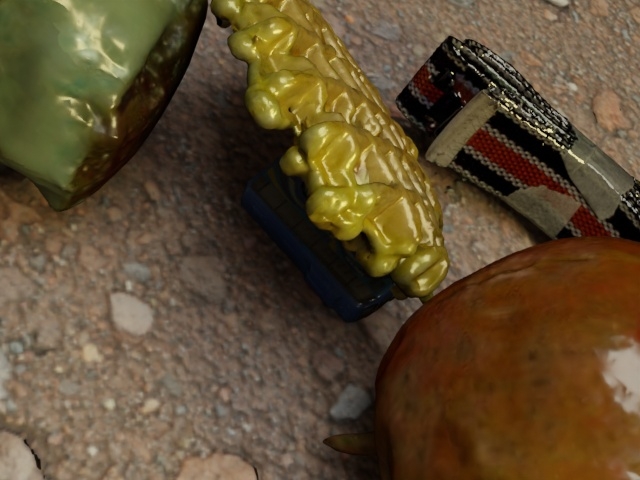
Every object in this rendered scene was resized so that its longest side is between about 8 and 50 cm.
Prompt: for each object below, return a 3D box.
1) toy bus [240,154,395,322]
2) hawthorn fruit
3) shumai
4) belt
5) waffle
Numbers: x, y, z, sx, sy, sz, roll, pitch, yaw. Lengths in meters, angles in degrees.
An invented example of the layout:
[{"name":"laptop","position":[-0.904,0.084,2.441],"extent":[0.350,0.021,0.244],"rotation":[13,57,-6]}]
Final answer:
[{"name":"toy bus","position":[0.000,0.000,0.833],"extent":[0.061,0.051,0.153],"rotation":[-38,81,-22]},{"name":"hawthorn fruit","position":[0.144,0.139,0.696],"extent":[0.298,0.277,0.277],"rotation":[-3,57,13]},{"name":"shumai","position":[-0.252,-0.186,0.703],"extent":[0.323,0.324,0.397],"rotation":[22,65,-29]},{"name":"belt","position":[0.230,-0.044,0.915],"extent":[0.359,0.094,0.126],"rotation":[41,31,-1]},{"name":"waffle","position":[0.018,-0.084,0.761],"extent":[0.062,0.329,0.329],"rotation":[-31,72,12]}]
